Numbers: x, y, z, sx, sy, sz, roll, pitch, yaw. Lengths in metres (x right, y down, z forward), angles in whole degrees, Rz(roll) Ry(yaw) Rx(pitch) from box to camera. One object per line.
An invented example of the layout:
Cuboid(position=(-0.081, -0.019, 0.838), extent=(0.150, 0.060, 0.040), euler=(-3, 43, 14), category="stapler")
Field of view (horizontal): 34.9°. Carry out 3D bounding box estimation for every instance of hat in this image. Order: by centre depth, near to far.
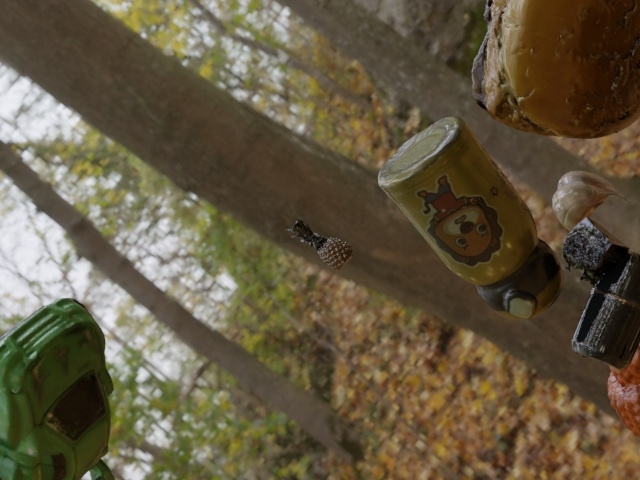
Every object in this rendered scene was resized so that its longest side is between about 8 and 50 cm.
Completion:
Cuboid(position=(0.723, 0.239, 2.214), extent=(0.285, 0.400, 0.285), euler=(-30, 26, 16), category="hat")

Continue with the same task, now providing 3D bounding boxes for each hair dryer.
Cuboid(position=(0.586, 0.158, 1.720), extent=(0.107, 0.352, 0.189), euler=(22, 89, 62), category="hair dryer")

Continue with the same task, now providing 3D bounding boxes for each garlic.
Cuboid(position=(0.482, -0.070, 1.862), extent=(0.099, 0.124, 0.174), euler=(-52, -11, 30), category="garlic")

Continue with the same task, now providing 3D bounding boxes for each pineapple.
Cuboid(position=(0.000, 0.000, 1.826), extent=(0.058, 0.124, 0.058), euler=(-51, -6, -8), category="pineapple")

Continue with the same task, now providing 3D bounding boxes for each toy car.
Cuboid(position=(-0.372, 0.254, 1.401), extent=(0.213, 0.176, 0.358), euler=(-43, -22, -47), category="toy car")

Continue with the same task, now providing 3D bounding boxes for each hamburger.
Cuboid(position=(0.362, -0.292, 1.446), extent=(0.284, 0.174, 0.304), euler=(-9, -68, -25), category="hamburger")

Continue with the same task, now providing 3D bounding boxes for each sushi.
Cuboid(position=(0.431, 0.018, 1.639), extent=(0.056, 0.083, 0.084), euler=(10, -61, -44), category="sushi")

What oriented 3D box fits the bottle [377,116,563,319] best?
Cuboid(position=(0.264, -0.020, 1.662), extent=(0.171, 0.351, 0.171), euler=(-38, 15, 12), category="bottle")
